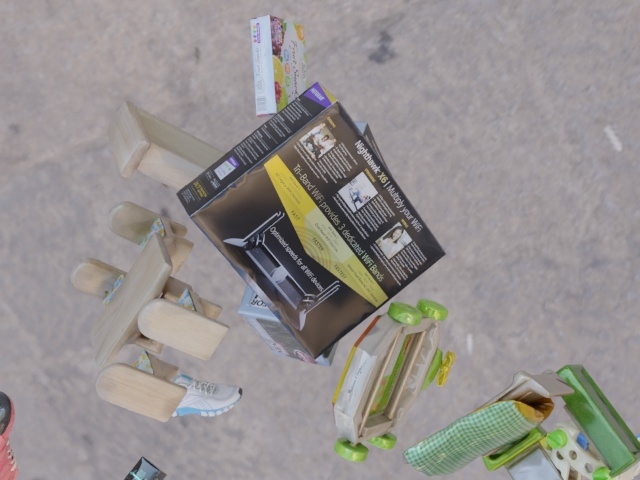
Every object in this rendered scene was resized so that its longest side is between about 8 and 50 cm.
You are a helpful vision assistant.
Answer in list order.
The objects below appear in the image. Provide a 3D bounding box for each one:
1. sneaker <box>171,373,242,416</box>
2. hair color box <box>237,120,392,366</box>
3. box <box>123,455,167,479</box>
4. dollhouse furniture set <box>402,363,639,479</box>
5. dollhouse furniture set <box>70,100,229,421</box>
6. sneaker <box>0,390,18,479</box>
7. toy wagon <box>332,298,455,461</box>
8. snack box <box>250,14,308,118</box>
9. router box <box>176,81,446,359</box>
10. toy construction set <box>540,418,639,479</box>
[{"bbox_3d":[-0.251,0.304,2.239,0.190,0.071,0.083,-8,117,14],"label":"sneaker"},{"bbox_3d":[0.000,0.000,1.877,0.113,0.374,0.185,9,156,24],"label":"hair color box"},{"bbox_3d":[-0.371,0.502,2.329,0.052,0.083,0.062,33,167,19],"label":"box"},{"bbox_3d":[0.265,0.272,1.414,0.197,0.301,0.151,-39,70,17],"label":"dollhouse furniture set"},{"bbox_3d":[-0.298,0.017,1.838,0.256,0.362,0.394,27,106,-29],"label":"dollhouse furniture set"},{"bbox_3d":[-0.587,0.376,1.964,0.314,0.136,0.116,-56,50,27],"label":"sneaker"},{"bbox_3d":[0.132,0.227,1.893,0.068,0.344,0.267,26,101,24],"label":"toy wagon"},{"bbox_3d":[-0.057,-0.245,1.608,0.037,0.100,0.141,-4,89,28],"label":"snack box"},{"bbox_3d":[-0.006,-0.021,1.517,0.243,0.081,0.309,-38,123,0],"label":"router box"},{"bbox_3d":[0.431,0.437,1.867,0.215,0.151,0.328,18,92,40],"label":"toy construction set"}]
